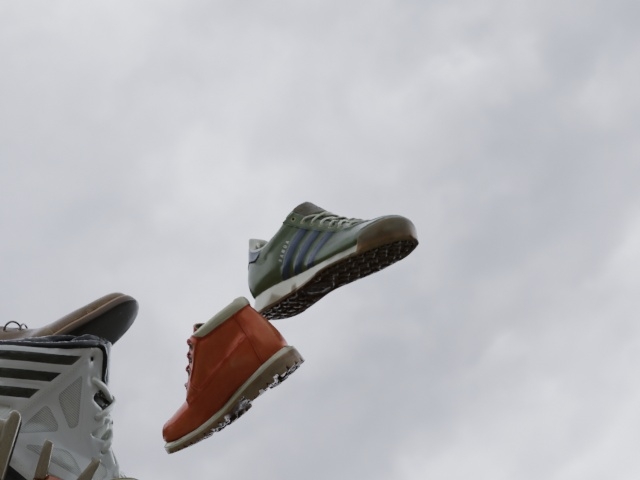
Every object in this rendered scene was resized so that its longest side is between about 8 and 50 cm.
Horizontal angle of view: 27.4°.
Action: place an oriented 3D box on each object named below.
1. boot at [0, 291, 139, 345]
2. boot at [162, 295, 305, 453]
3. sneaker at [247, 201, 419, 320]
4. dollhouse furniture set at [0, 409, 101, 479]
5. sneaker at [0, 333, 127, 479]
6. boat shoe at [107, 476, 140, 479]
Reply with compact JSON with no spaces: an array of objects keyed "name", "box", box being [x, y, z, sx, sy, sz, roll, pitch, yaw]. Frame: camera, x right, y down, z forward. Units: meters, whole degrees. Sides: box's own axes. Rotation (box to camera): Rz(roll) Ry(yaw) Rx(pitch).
[{"name":"boot","box":[-0.390,0.138,1.758,0.305,0.115,0.112,-31,-31,-17]},{"name":"boot","box":[-0.092,0.115,1.114,0.158,0.084,0.059,-43,-9,24]},{"name":"sneaker","box":[0.000,0.000,1.171,0.064,0.086,0.192,8,-29,-45]},{"name":"dollhouse furniture set","box":[-0.368,0.237,1.321,0.262,0.135,0.259,23,-19,-6]},{"name":"sneaker","box":[-0.269,0.269,1.635,0.447,0.169,0.257,36,-107,-26]},{"name":"boat shoe","box":[-0.121,0.201,0.826,0.050,0.045,0.135,-11,-45,-10]}]
